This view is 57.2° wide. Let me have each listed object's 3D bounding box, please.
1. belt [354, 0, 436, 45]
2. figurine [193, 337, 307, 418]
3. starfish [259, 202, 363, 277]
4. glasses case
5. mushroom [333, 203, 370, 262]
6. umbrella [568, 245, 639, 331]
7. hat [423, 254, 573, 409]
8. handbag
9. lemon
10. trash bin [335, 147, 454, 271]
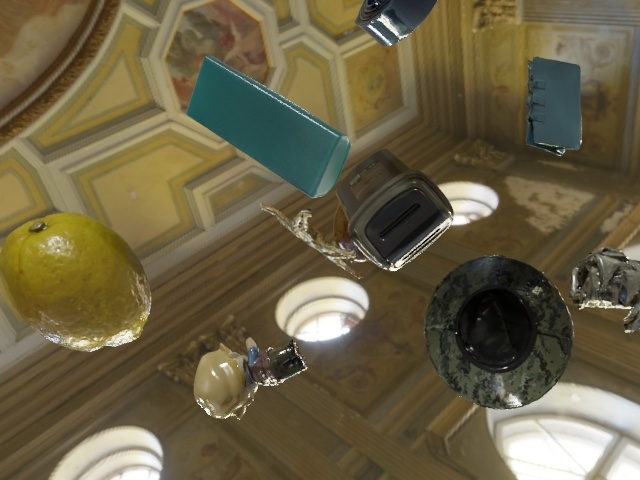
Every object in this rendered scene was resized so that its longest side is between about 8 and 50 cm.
[{"bbox_3d":[0.135,-0.436,1.078,0.082,0.190,0.141,34,-85,-23],"label":"belt"},{"bbox_3d":[-0.125,0.227,1.017,0.196,0.108,0.114,-27,-62,4],"label":"figurine"},{"bbox_3d":[-0.003,0.004,1.301,0.295,0.231,0.048,40,-101,-14],"label":"starfish"},{"bbox_3d":[-0.090,-0.198,1.003,0.070,0.301,0.117,-19,-41,-56],"label":"glasses case"},{"bbox_3d":[0.153,-0.062,1.767,0.255,0.267,0.267,-10,-60,-4],"label":"mushroom"},{"bbox_3d":[0.582,0.084,0.942,0.358,0.106,0.113,6,-37,-8],"label":"umbrella"},{"bbox_3d":[0.313,0.157,1.050,0.128,0.266,0.265,0,-70,-77],"label":"hat"},{"bbox_3d":[0.559,-0.326,1.418,0.144,0.057,0.220,9,-99,-22],"label":"handbag"},{"bbox_3d":[-0.326,0.059,0.792,0.170,0.170,0.207,-41,-66,-26],"label":"lemon"},{"bbox_3d":[0.156,-0.071,1.295,0.209,0.290,0.182,-42,-62,10],"label":"trash bin"}]
